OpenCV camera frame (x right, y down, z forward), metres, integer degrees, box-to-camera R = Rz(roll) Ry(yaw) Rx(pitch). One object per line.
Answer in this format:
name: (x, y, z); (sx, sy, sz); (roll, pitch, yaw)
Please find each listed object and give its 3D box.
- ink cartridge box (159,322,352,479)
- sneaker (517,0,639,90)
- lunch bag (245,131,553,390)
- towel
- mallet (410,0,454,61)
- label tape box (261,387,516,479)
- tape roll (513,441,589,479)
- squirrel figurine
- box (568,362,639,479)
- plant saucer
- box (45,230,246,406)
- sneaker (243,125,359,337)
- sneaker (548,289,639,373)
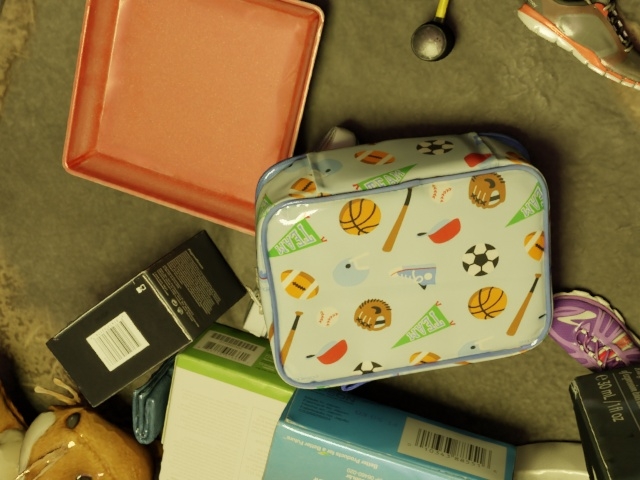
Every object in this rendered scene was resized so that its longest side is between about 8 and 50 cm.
ink cartridge box: (-0.082, 0.248, 1.352); (0.188, 0.097, 0.255); (17, 113, 11)
sneaker: (0.266, -0.197, 1.114); (0.158, 0.061, 0.065); (33, 108, 5)
lunch bag: (0.076, 0.026, 1.164); (0.303, 0.115, 0.243); (-8, 119, -3)
towel: (-0.184, 0.180, 1.348); (0.029, 0.119, 0.067); (9, 110, 10)
mallet: (0.131, -0.266, 1.152); (0.039, 0.062, 0.190); (17, 97, 11)
label tape box: (0.042, 0.341, 1.242); (0.240, 0.106, 0.334); (17, 112, 6)
tape roll: (0.276, 0.411, 1.297); (0.391, 0.072, 0.392); (5, 109, 15)
squirrel figurine: (-0.364, 0.330, 1.414); (0.370, 0.281, 0.397); (-6, 120, 9)
box: (0.444, 0.217, 1.017); (0.395, 0.293, 0.212); (-13, 100, 7)
plant saucer: (-0.136, -0.161, 1.261); (0.259, 0.048, 0.259); (19, 112, 12)
box: (-0.188, 0.084, 1.296); (0.156, 0.158, 0.093); (-34, 94, 25)
sneaker: (0.000, 0.000, 1.258); (0.091, 0.094, 0.258); (19, 118, -8)
sneaker: (0.295, 0.116, 1.200); (0.170, 0.071, 0.068); (37, 114, 4)
